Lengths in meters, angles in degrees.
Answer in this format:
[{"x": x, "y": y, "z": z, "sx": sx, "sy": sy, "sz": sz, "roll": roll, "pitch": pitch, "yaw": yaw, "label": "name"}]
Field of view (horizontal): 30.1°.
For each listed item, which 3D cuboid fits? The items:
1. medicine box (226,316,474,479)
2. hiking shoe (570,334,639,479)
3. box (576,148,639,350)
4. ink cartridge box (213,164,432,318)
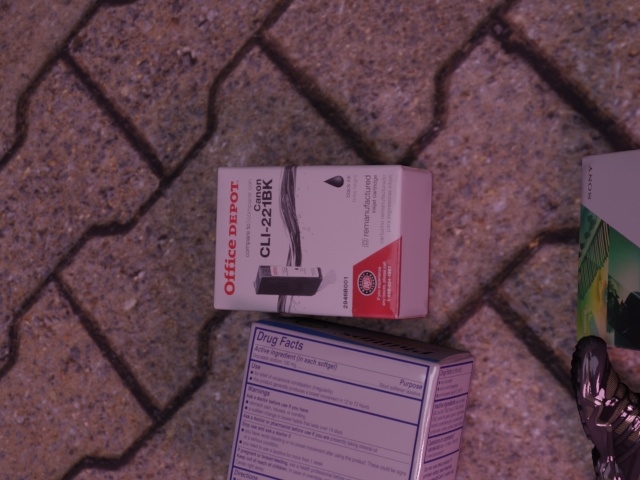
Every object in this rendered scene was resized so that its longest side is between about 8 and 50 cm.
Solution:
[{"x": 0.035, "y": 0.263, "z": 1.535, "sx": 0.264, "sy": 0.149, "sz": 0.289, "roll": 11, "pitch": 92, "yaw": 26, "label": "medicine box"}, {"x": 0.364, "y": 0.205, "z": 1.399, "sx": 0.114, "sy": 0.086, "sz": 0.226, "roll": -15, "pitch": 110, "yaw": 10, "label": "hiking shoe"}, {"x": 0.394, "y": 0.010, "z": 1.311, "sx": 0.322, "sy": 0.059, "sz": 0.232, "roll": 178, "pitch": 95, "yaw": -70, "label": "box"}, {"x": 0.000, "y": 0.000, "z": 1.580, "sx": 0.273, "sy": 0.114, "sz": 0.196, "roll": 1, "pitch": 89, "yaw": 27, "label": "ink cartridge box"}]
